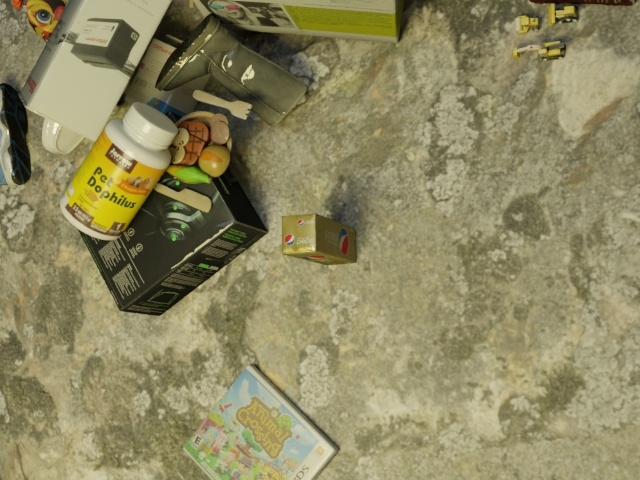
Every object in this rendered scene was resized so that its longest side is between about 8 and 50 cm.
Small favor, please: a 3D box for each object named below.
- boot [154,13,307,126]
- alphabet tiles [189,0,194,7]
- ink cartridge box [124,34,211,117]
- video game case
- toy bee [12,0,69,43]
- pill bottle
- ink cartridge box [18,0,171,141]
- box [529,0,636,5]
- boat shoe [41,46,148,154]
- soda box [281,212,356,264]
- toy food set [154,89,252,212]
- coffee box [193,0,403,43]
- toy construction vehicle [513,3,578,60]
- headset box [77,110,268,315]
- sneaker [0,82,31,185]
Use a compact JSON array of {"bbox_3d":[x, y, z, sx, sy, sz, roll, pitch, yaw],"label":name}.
[{"bbox_3d":[-0.155,-0.267,1.525,0.189,0.208,0.076,-33,36,35],"label":"boot"},{"bbox_3d":[-0.218,-0.575,1.502,0.011,0.285,0.343,0,38,-5],"label":"alphabet tiles"},{"bbox_3d":[-0.270,-0.292,1.611,0.092,0.090,0.143,28,93,23],"label":"ink cartridge box"},{"bbox_3d":[-0.104,0.350,1.489,0.212,0.023,0.193,41,98,22],"label":"video game case"},{"bbox_3d":[-0.478,-0.434,1.642,0.162,0.195,0.298,36,54,-9],"label":"toy bee"},{"bbox_3d":[-0.321,-0.113,1.433,0.117,0.117,0.215,44,109,21],"label":"pill bottle"},{"bbox_3d":[-0.375,-0.341,1.496,0.307,0.129,0.223,-61,26,3],"label":"ink cartridge box"},{"bbox_3d":[0.396,-0.479,1.327,0.167,0.168,0.203,8,86,24],"label":"box"},{"bbox_3d":[-0.421,-0.271,1.664,0.096,0.098,0.277,34,95,23],"label":"boat shoe"},{"bbox_3d":[0.000,0.000,1.411,0.058,0.181,0.061,-4,82,21],"label":"soda box"},{"bbox_3d":[-0.202,-0.154,1.453,0.132,0.038,0.192,20,87,21],"label":"toy food set"},{"bbox_3d":[-0.022,-0.528,1.372,0.338,0.334,0.338,8,85,7],"label":"coffee box"},{"bbox_3d":[0.353,-0.330,1.396,0.098,0.035,0.086,0,83,22],"label":"toy construction vehicle"},{"bbox_3d":[-0.266,-0.049,1.553,0.283,0.131,0.246,-38,70,13],"label":"headset box"},{"bbox_3d":[-0.630,-0.209,1.749,0.081,0.080,0.211,-9,78,17],"label":"sneaker"}]
